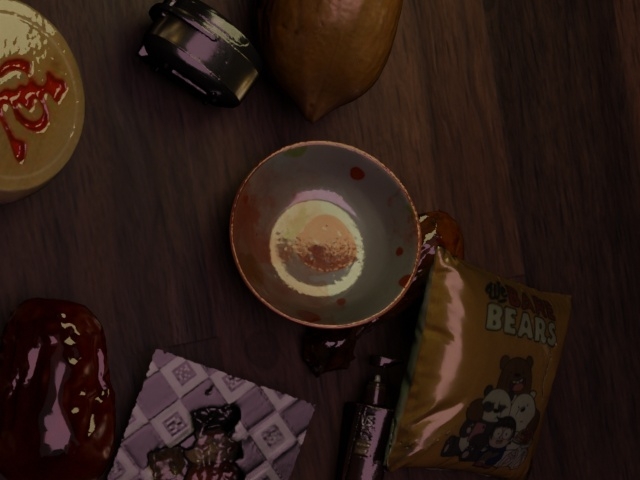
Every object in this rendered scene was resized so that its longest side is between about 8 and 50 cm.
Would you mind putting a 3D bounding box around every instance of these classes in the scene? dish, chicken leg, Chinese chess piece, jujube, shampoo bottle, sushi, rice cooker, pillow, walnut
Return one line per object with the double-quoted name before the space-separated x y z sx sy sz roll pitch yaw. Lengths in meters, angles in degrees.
"dish" 0.000 0.000 1.469 0.260 0.085 0.260 3 74 -12
"chicken leg" 0.096 0.080 1.527 0.304 0.093 0.113 -45 116 -15
"Chinese chess piece" -0.389 -0.165 1.261 0.251 0.097 0.250 3 86 -50
"jujube" -0.318 0.183 1.296 0.155 0.155 0.230 5 84 -24
"shampoo bottle" 0.066 0.277 1.510 0.068 0.067 0.236 12 82 -17
"sushi" -0.152 0.279 1.425 0.231 0.047 0.219 22 84 -17
"rice cooker" -0.155 -0.243 1.409 0.165 0.112 0.106 29 83 -20
"pillow" 0.230 0.191 1.537 0.310 0.119 0.312 17 85 -37
"walnut" 0.007 -0.303 1.441 0.203 0.203 0.297 15 85 -23
